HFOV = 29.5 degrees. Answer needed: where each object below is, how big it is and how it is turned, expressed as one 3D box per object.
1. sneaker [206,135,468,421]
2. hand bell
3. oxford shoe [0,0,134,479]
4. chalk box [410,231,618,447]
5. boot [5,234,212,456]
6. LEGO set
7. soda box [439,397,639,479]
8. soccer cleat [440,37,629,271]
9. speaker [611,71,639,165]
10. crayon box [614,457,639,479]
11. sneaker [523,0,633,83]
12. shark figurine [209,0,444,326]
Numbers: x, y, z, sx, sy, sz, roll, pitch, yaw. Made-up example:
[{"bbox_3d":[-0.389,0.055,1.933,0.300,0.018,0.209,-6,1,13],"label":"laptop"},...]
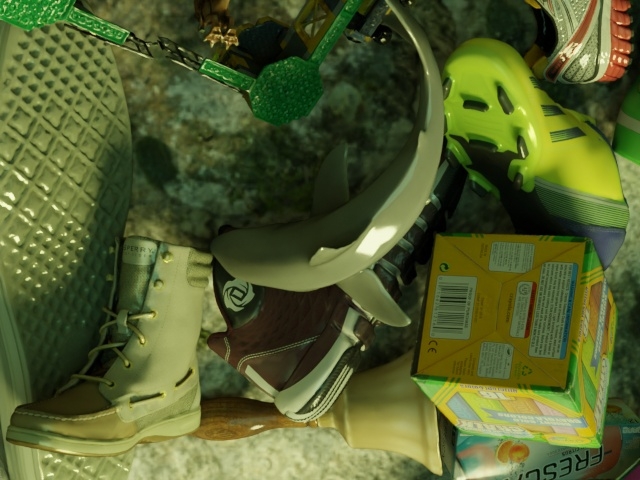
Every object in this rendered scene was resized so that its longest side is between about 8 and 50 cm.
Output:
[{"bbox_3d":[0.000,0.000,1.037,0.162,0.106,0.281,31,79,14],"label":"sneaker"},{"bbox_3d":[-0.016,0.156,1.090,0.242,0.126,0.126,-5,108,5],"label":"hand bell"},{"bbox_3d":[-0.240,0.016,0.986,0.169,0.130,0.449,-19,115,-50],"label":"oxford shoe"},{"bbox_3d":[0.176,0.095,1.031,0.132,0.213,0.132,2,68,24],"label":"chalk box"},{"bbox_3d":[-0.156,0.077,0.943,0.077,0.213,0.165,10,95,27],"label":"boot"},{"bbox_3d":[-0.102,-0.252,0.909,0.331,0.192,0.255,10,123,-33],"label":"LEGO set"},{"bbox_3d":[0.206,0.187,1.142,0.183,0.063,0.058,0,107,-9],"label":"soda box"},{"bbox_3d":[0.182,-0.079,1.007,0.121,0.093,0.289,-58,136,-20],"label":"soccer cleat"},{"bbox_3d":[0.359,-0.187,1.015,0.131,0.131,0.297,21,103,-14],"label":"speaker"},{"bbox_3d":[0.306,0.389,1.159,0.363,0.106,0.313,-44,125,6],"label":"crayon box"},{"bbox_3d":[0.201,-0.233,0.995,0.092,0.088,0.225,-10,111,-3],"label":"sneaker"},{"bbox_3d":[0.028,-0.032,0.897,0.166,0.116,0.278,43,118,12],"label":"shark figurine"}]
